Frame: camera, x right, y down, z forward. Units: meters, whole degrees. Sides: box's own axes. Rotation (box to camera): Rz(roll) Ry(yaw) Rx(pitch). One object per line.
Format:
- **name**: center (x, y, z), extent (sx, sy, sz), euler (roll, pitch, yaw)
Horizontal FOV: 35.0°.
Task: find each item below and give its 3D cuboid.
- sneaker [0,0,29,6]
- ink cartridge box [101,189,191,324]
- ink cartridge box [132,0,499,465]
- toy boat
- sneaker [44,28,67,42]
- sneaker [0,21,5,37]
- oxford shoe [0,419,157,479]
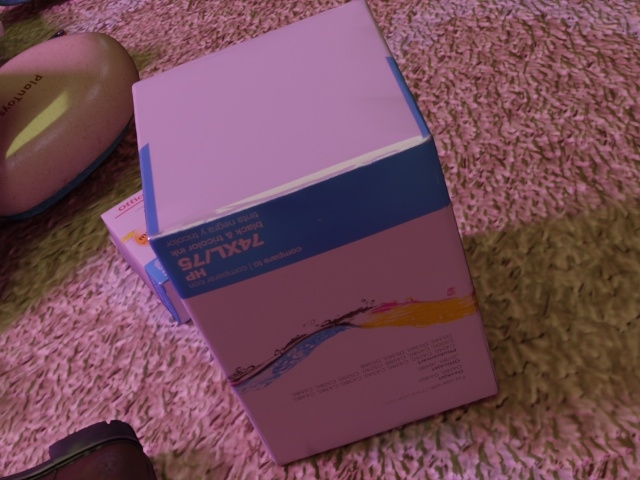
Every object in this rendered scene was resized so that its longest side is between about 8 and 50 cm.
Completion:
- **sneaker**: center (-0.380, -0.474, 1.567), extent (0.319, 0.127, 0.208), euler (-15, 34, -7)
- **ink cartridge box**: center (-0.147, -0.008, 1.018), extent (0.104, 0.061, 0.181), euler (-34, 43, -15)
- **ink cartridge box**: center (0.000, 0.000, 0.795), extent (0.197, 0.270, 0.198), euler (-20, 41, 3)
- **toy boat**: center (-0.360, -0.152, 1.216), extent (0.318, 0.148, 0.267), euler (28, 64, 32)
- **sneaker**: center (-0.340, -0.233, 1.345), extent (0.057, 0.075, 0.161), euler (-40, 17, -10)
- **sneaker**: center (-0.608, -0.238, 1.388), extent (0.366, 0.137, 0.210), euler (-34, 40, -20)
- **oxford shoe**: center (-0.229, 0.232, 0.780), extent (0.227, 0.082, 0.096), euler (-32, 47, -12)
